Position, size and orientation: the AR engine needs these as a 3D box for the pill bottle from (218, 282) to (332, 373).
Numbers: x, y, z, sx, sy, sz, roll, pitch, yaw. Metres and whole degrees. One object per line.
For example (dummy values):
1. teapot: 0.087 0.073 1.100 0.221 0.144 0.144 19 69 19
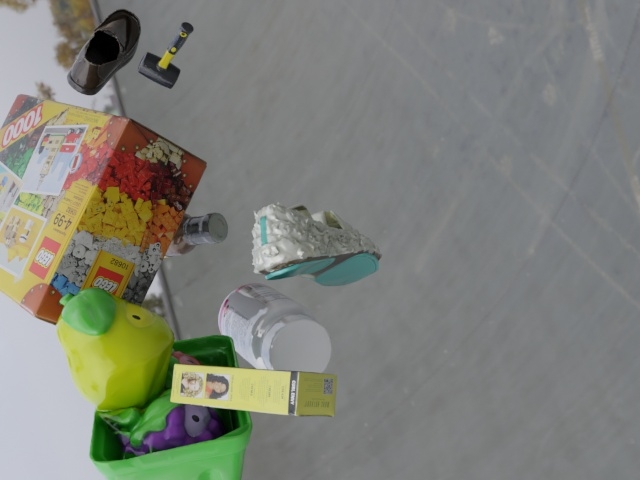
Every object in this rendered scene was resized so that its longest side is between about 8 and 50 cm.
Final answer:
1. pill bottle: -0.097 0.193 1.622 0.283 0.160 0.160 21 130 63

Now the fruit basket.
1. fruit basket: -0.272 0.232 1.290 0.392 0.282 0.392 172 90 -80

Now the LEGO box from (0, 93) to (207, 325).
1. LEGO box: -0.498 -0.062 1.522 0.500 0.373 0.193 18 171 46

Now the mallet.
1. mallet: -0.229 -0.281 1.145 0.039 0.062 0.189 -71 13 -18

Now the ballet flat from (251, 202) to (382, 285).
1. ballet flat: 0.000 0.000 1.390 0.409 0.147 0.147 12 -124 -67

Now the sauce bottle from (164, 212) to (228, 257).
1. sauce bottle: -0.372 -0.013 1.855 0.111 0.344 0.111 19 -112 -56

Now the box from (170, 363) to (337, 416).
1. box: -0.094 0.202 1.057 0.087 0.232 0.058 16 -106 -50

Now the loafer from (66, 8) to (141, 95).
1. loafer: -0.375 -0.349 1.397 0.078 0.080 0.220 -41 25 46
